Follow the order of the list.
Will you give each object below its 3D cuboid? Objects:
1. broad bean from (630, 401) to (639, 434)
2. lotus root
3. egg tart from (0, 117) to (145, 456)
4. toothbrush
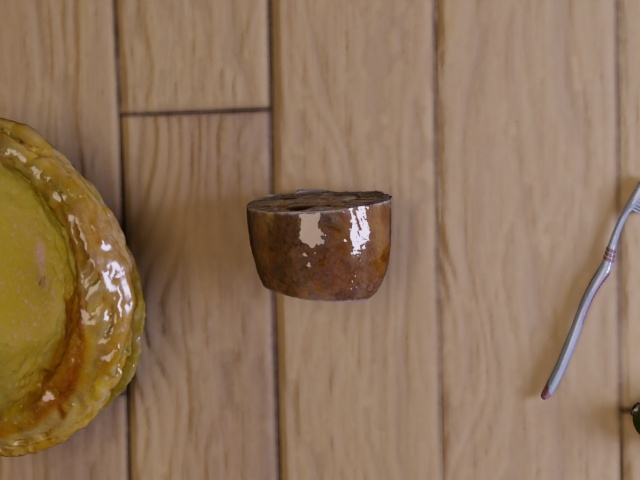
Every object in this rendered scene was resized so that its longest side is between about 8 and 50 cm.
[{"bbox_3d":[0.377,0.185,1.002,0.292,0.049,0.144,43,105,11],"label":"broad bean"},{"bbox_3d":[-0.003,0.000,1.083,0.112,0.122,0.081,2,100,-7],"label":"lotus root"},{"bbox_3d":[-0.268,0.037,1.169,0.294,0.123,0.294,2,95,21],"label":"egg tart"},{"bbox_3d":[0.216,0.039,1.067,0.019,0.013,0.193,26,99,7],"label":"toothbrush"}]
